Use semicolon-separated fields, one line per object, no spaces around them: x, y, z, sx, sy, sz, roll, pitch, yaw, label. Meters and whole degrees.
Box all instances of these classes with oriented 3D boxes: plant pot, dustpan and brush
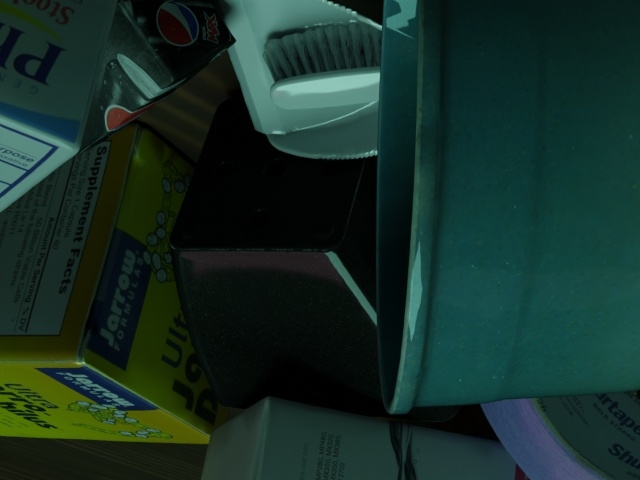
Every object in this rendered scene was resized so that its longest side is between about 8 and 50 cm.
0.161;-0.049;0.706;0.255;0.271;0.271;2;159;-2;plant pot
0.043;-0.098;0.870;0.211;0.060;0.147;-4;140;13;dustpan and brush
0.000;0.000;1.016;0.188;0.188;0.167;0;147;27;plant pot

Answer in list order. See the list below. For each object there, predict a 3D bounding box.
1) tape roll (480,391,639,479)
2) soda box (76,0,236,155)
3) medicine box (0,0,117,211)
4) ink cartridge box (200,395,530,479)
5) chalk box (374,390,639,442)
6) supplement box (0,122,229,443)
0.222;0.061;0.928;0.275;0.274;0.090;-11;-169;44;tape roll
-0.120;-0.109;0.923;0.060;0.053;0.169;57;149;-5;soda box
-0.295;-0.123;0.880;0.264;0.149;0.289;21;156;-24;medicine box
0.042;0.191;1.060;0.237;0.100;0.172;13;161;-14;ink cartridge box
0.194;0.135;1.242;0.289;0.180;0.179;27;154;-33;chalk box
-0.254;0.044;1.216;0.357;0.194;0.195;-2;155;31;supplement box
